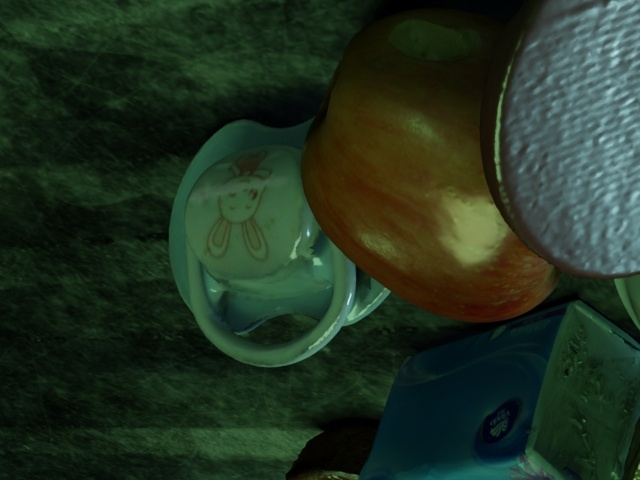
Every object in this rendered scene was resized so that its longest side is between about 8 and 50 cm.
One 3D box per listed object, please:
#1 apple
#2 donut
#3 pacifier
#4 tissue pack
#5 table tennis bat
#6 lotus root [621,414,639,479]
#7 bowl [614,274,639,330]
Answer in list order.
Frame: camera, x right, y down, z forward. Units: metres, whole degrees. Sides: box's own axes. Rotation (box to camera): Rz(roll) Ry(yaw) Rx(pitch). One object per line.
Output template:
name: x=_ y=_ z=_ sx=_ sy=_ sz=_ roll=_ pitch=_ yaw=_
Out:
apple: x=0.102 y=-0.065 z=1.485 sx=0.241 sy=0.242 sz=0.242 roll=26 pitch=151 yaw=9
donut: x=0.083 y=0.282 z=2.221 sx=0.217 sy=0.085 sz=0.141 roll=28 pitch=149 yaw=-16
pacifier: x=0.000 y=0.000 z=1.719 sx=0.287 sy=0.238 sz=0.225 roll=-12 pitch=167 yaw=39
tissue pack: x=0.185 y=0.192 z=1.900 sx=0.146 sy=0.198 sz=0.263 roll=38 pitch=145 yaw=-24
table tennis bat: x=0.228 y=-0.150 z=1.308 sx=0.051 sy=0.268 sz=0.415 roll=46 pitch=151 yaw=50
lotus root: x=0.347 y=0.134 z=1.739 sx=0.074 sy=0.261 sz=0.170 roll=17 pitch=-178 yaw=5
bowl: x=0.392 y=0.055 z=1.496 sx=0.345 sy=0.157 sz=0.346 roll=8 pitch=128 yaw=10
